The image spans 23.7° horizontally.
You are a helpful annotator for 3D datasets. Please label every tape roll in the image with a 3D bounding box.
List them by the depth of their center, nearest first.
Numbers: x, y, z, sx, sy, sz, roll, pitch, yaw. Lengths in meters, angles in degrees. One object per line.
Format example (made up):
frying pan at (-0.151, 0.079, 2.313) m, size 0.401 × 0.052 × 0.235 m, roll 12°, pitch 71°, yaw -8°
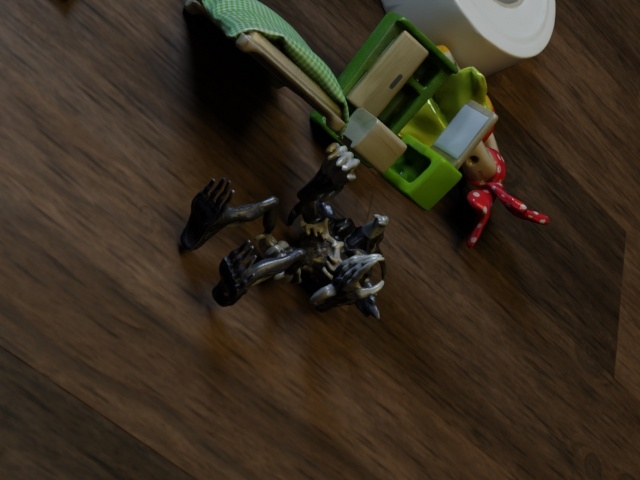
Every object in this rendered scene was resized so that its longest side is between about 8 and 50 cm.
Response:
tape roll at (0.184, -0.350, 1.960) m, size 0.286 × 0.100 × 0.286 m, roll 25°, pitch 54°, yaw -41°

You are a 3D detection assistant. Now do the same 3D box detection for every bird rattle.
bird rattle at (0.186, -0.130, 1.843) m, size 0.253 × 0.143 × 0.207 m, roll 45°, pitch 27°, yaw -32°

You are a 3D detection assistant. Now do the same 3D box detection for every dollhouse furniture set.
dollhouse furniture set at (0.029, -0.196, 1.585) m, size 0.301 × 0.151 × 0.197 m, roll 39°, pitch 2°, yaw -30°

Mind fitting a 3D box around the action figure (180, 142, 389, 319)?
action figure at (0.000, 0.000, 1.540) m, size 0.275 × 0.141 × 0.164 m, roll -2°, pitch 64°, yaw -49°
